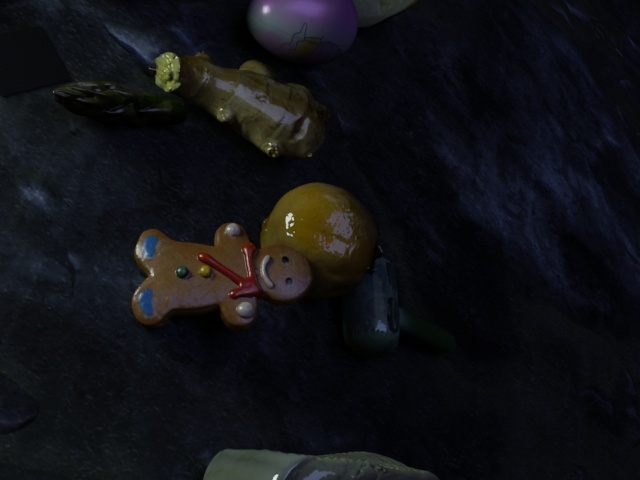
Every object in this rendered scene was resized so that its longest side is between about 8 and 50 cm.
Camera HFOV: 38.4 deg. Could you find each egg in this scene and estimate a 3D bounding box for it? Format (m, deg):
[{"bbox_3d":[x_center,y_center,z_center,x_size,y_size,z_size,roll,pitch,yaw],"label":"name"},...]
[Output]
[{"bbox_3d":[-0.039,-0.482,2.020,0.271,0.196,0.196,-19,82,-48],"label":"egg"}]

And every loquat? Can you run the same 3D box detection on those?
[{"bbox_3d":[0.000,0.000,1.782,0.238,0.193,0.239,3,72,-8],"label":"loquat"}]

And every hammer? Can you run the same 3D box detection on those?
[{"bbox_3d":[0.175,0.173,1.937,0.335,0.118,0.207,29,50,-40],"label":"hammer"}]

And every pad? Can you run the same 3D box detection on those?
[{"bbox_3d":[-0.519,-0.312,1.590,0.157,0.003,0.112,-29,89,-49],"label":"pad"}]

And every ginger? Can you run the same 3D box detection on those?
[{"bbox_3d":[-0.144,-0.307,1.844,0.375,0.166,0.236,40,54,-30],"label":"ginger"}]

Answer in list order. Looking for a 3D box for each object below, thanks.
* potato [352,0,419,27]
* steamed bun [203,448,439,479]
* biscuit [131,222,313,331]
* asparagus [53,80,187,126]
[{"bbox_3d":[0.090,-0.716,2.301,0.396,0.290,0.296,-5,34,-8],"label":"potato"},{"bbox_3d":[0.002,0.464,1.499,0.383,0.247,0.236,15,78,-39],"label":"steamed bun"},{"bbox_3d":[-0.166,0.057,1.611,0.323,0.049,0.206,4,62,-18],"label":"biscuit"},{"bbox_3d":[-0.365,-0.246,1.654,0.287,0.080,0.080,-2,69,-54],"label":"asparagus"}]
